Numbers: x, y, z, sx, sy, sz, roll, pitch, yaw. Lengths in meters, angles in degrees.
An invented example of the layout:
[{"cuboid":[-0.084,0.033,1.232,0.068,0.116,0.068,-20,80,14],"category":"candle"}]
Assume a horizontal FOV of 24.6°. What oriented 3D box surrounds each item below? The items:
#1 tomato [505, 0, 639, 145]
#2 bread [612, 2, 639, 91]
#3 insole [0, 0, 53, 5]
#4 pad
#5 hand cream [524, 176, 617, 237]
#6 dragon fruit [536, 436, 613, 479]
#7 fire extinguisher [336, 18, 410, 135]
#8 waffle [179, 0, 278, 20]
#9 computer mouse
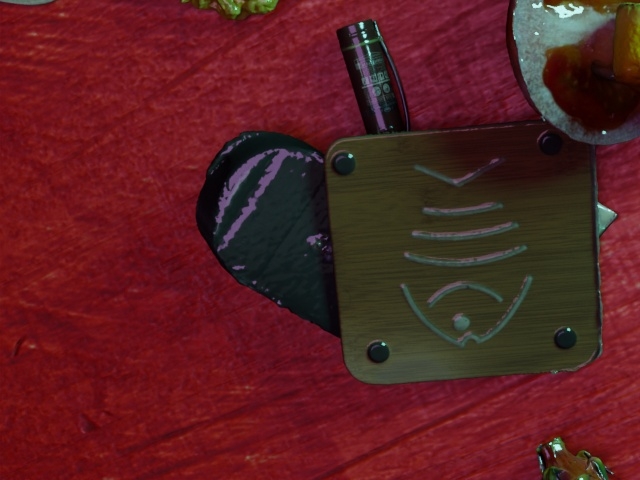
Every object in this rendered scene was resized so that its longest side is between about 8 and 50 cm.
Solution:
[{"cuboid":[0.260,-0.214,1.483,0.199,0.112,0.228,0,99,-21],"category":"tomato"},{"cuboid":[0.395,-0.185,1.431,0.245,0.102,0.094,-2,97,-28],"category":"bread"},{"cuboid":[-0.295,-0.308,1.679,0.192,0.010,0.063,-12,96,16],"category":"insole"},{"cuboid":[0.156,0.016,1.575,0.286,0.018,0.284,-5,107,3],"category":"pad"},{"cuboid":[0.244,-0.046,1.578,0.143,0.039,0.061,37,105,0],"category":"hand cream"},{"cuboid":[0.276,0.270,1.602,0.116,0.086,0.081,52,145,9],"category":"dragon fruit"},{"cuboid":[0.060,-0.160,1.599,0.064,0.043,0.158,-20,97,-26],"category":"fire extinguisher"},{"cuboid":[-0.109,-0.366,1.598,0.243,0.059,0.238,17,104,9],"category":"waffle"},{"cuboid":[-0.001,-0.002,1.624,0.295,0.087,0.168,35,100,-8],"category":"computer mouse"}]
